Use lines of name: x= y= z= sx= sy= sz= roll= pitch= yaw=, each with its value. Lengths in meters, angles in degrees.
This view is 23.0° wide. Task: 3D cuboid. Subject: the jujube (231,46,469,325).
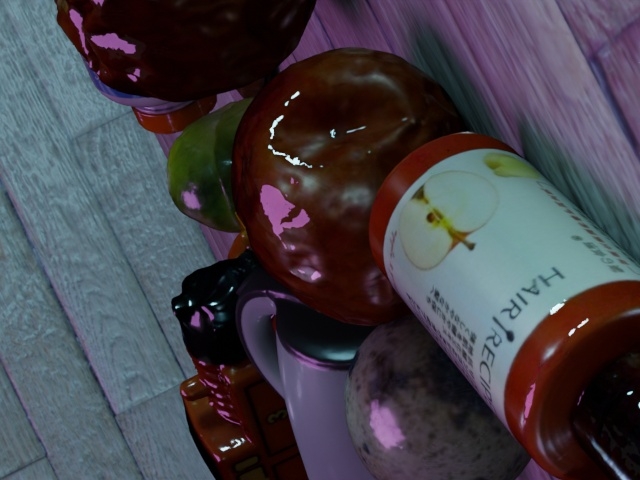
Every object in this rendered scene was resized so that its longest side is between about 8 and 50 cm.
jujube: x=0.024 y=-0.022 z=1.014 sx=0.168 sy=0.168 sz=0.236 roll=61 pitch=173 yaw=21

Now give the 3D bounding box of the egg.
egg: x=0.087 y=0.118 z=1.099 sx=0.141 sy=0.141 sz=0.182 roll=60 pitch=169 yaw=24

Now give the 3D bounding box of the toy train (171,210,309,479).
toy train: x=-0.027 y=0.124 z=1.531 sx=0.163 sy=0.231 sz=0.369 roll=55 pitch=168 yaw=41

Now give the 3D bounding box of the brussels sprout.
brussels sprout: x=-0.090 y=-0.074 z=1.643 sx=0.118 sy=0.155 sz=0.155 roll=67 pitch=172 yaw=-26

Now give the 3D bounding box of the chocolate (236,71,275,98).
chocolate: x=-0.090 y=-0.225 z=1.429 sx=0.102 sy=0.065 sz=0.329 roll=60 pitch=173 yaw=18

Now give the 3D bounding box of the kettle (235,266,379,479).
kettle: x=0.027 y=0.117 z=1.312 sx=0.221 sy=0.161 sz=0.236 roll=21 pitch=145 yaw=33

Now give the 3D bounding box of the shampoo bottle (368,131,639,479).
shampoo bottle: x=0.122 y=0.047 z=0.782 sx=0.278 sy=0.104 sz=0.104 roll=52 pitch=166 yaw=54

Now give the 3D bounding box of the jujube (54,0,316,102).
jujube: x=-0.105 y=-0.221 z=1.095 sx=0.213 sy=0.213 sz=0.232 roll=-126 pitch=17 yaw=-50

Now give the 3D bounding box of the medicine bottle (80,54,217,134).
medicine bottle: x=-0.198 y=-0.252 z=1.700 sx=0.157 sy=0.157 sz=0.289 roll=55 pitch=168 yaw=46
